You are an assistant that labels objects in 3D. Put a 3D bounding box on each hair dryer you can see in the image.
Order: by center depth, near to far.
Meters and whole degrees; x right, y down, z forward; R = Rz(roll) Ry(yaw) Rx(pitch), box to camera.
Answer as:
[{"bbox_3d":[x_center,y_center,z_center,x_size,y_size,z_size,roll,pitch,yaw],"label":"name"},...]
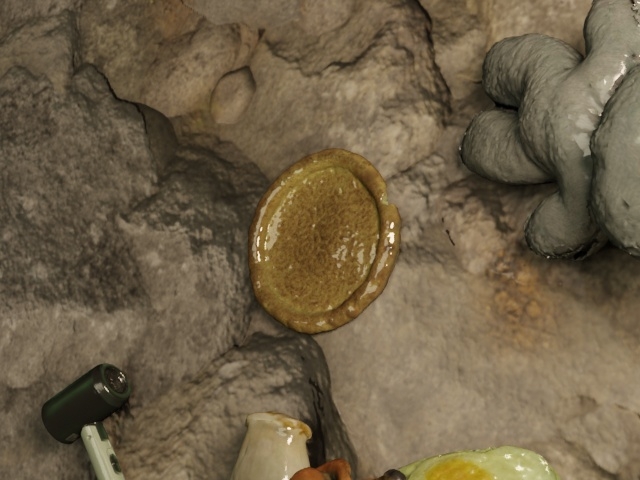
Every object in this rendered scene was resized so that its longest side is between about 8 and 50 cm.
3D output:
[{"bbox_3d":[-0.240,0.245,1.363,0.100,0.057,0.197,-34,70,24],"label":"hair dryer"}]

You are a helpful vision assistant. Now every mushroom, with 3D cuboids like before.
[{"bbox_3d":[-0.040,0.335,1.166,0.109,0.097,0.351,-22,64,31],"label":"mushroom"}]

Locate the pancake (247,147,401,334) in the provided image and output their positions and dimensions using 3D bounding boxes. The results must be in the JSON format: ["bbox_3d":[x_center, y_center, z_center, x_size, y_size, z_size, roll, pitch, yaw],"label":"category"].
[{"bbox_3d":[0.001,0.000,1.262,0.199,0.021,0.199,-8,75,32],"label":"pancake"}]

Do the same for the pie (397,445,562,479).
[{"bbox_3d":[0.132,0.322,1.051,0.257,0.105,0.274,-13,71,22],"label":"pie"}]

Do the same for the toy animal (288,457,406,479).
[{"bbox_3d":[-0.034,0.289,1.060,0.312,0.097,0.157,-53,40,9],"label":"toy animal"}]

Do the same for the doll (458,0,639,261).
[{"bbox_3d":[0.259,-0.094,1.046,0.340,0.158,0.246,22,99,65],"label":"doll"}]
